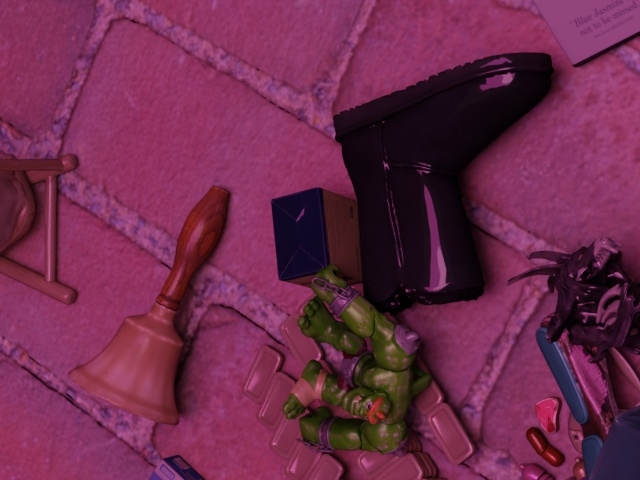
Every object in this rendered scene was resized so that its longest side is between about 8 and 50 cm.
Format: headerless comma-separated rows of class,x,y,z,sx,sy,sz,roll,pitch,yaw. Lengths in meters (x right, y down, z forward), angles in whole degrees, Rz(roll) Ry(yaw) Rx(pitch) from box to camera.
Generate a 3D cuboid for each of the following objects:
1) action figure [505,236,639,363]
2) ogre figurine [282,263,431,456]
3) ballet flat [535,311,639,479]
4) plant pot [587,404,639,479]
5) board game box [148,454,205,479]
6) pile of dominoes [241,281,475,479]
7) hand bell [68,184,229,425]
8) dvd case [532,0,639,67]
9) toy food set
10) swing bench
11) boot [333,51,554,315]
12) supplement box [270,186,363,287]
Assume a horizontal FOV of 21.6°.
action figure,0.304,0.059,1.445,0.275,0.164,0.141,31,125,14
ogre figurine,0.036,0.126,1.592,0.118,0.097,0.197,20,103,25
ballet flat,0.264,0.164,1.517,0.079,0.077,0.222,-16,82,-12
plant pot,0.345,0.257,1.384,0.234,0.166,0.165,27,72,-4
board game box,-0.121,0.340,1.750,0.201,0.035,0.136,39,109,22
pile of dominoes,0.038,0.174,1.670,0.196,0.040,0.251,-42,65,24
hand bell,-0.155,0.055,1.735,0.126,0.126,0.242,25,91,25
dvd case,0.238,-0.295,1.472,0.180,0.022,0.253,-27,108,26
toy food set,0.221,0.200,1.568,0.078,0.019,0.122,-4,90,28
swing bench,-0.433,-0.013,1.781,0.254,0.253,0.165,3,93,28
boot,0.129,-0.048,1.564,0.246,0.094,0.207,-18,80,34
supplement box,0.000,0.000,1.636,0.056,0.083,0.083,-13,74,29
